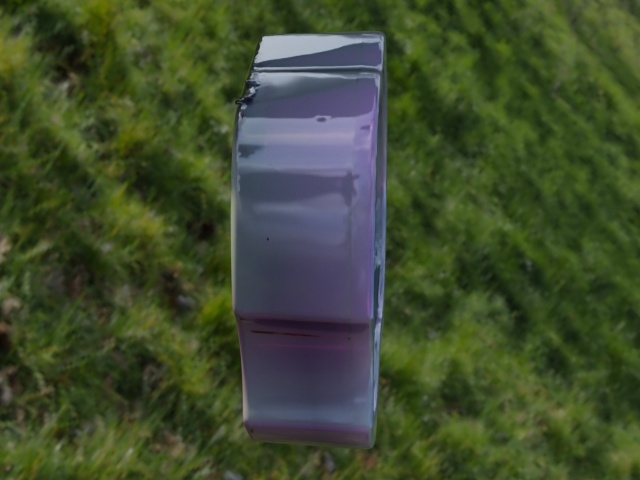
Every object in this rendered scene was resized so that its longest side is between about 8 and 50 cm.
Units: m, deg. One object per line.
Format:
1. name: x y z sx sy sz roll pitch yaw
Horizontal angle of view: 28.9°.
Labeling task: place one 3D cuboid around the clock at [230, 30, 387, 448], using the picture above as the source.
1. clock: 0.000 0.000 1.007 0.102 0.338 0.338 1 24 5
